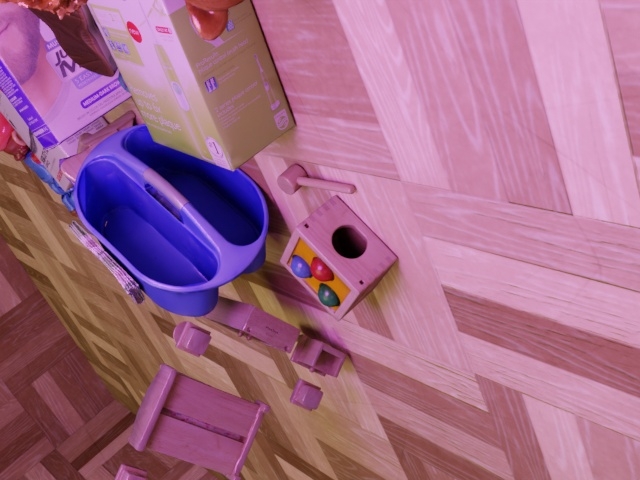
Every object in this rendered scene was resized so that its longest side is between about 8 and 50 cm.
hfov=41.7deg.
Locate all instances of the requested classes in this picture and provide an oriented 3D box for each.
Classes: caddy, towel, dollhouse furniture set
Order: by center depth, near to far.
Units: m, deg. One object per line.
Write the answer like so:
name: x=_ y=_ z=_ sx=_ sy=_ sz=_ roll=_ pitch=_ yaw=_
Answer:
caddy: x=-0.237 y=-0.042 z=1.354 sx=0.341 sy=0.241 sz=0.179 roll=40 pitch=158 yaw=20
towel: x=-0.347 y=0.039 z=1.364 sx=0.152 sy=0.023 sz=0.113 roll=44 pitch=164 yaw=8
dollhouse furniture set: x=-0.172 y=0.291 z=1.458 sx=0.303 sy=0.356 sz=0.173 roll=29 pitch=169 yaw=-28

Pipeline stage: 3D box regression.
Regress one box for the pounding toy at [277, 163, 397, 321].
pounding toy: x=-0.002 y=-0.008 z=1.182 sx=0.206 sy=0.094 sz=0.181 roll=46 pitch=155 yaw=8

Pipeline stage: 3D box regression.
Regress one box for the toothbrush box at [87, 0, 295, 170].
toothbrush box: x=-0.178 y=-0.255 z=1.101 sx=0.206 sy=0.122 sz=0.283 roll=23 pitch=143 yaw=44

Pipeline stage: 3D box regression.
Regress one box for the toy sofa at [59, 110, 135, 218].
toy sofa: x=-0.318 y=-0.041 z=1.563 sx=0.362 sy=0.177 sz=0.150 roll=49 pitch=155 yaw=1

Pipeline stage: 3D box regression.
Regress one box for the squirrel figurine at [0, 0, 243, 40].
squirrel figurine: x=-0.234 y=-0.329 z=0.792 sx=0.370 sy=0.397 sz=0.281 roll=38 pitch=146 yaw=-5

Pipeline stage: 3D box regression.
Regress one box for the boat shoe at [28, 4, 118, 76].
boat shoe: x=-0.345 y=-0.346 z=1.205 sx=0.109 sy=0.098 sz=0.302 roll=21 pitch=166 yaw=10

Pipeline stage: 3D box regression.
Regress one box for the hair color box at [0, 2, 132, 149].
hair color box: x=-0.466 y=-0.342 z=1.379 sx=0.339 sy=0.185 sz=0.110 roll=57 pitch=154 yaw=-16

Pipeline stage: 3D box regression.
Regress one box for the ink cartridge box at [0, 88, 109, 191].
ink cartridge box: x=-0.551 y=-0.255 z=1.721 sx=0.273 sy=0.114 sz=0.197 roll=51 pitch=155 yaw=-5

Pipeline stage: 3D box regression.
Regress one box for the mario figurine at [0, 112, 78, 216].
mario figurine: x=-0.619 y=-0.213 z=1.936 sx=0.198 sy=0.170 sz=0.320 roll=-27 pitch=117 yaw=28

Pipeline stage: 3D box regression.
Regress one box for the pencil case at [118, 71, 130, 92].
pencil case: x=-0.264 y=-0.274 z=1.281 sx=0.151 sy=0.070 sz=0.065 roll=154 pitch=112 yaw=-67
